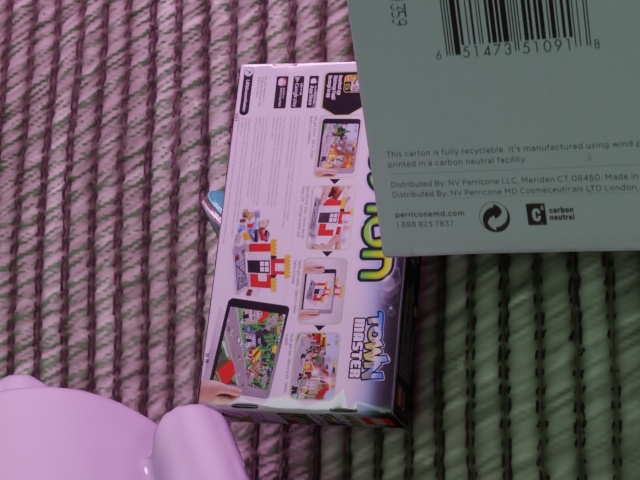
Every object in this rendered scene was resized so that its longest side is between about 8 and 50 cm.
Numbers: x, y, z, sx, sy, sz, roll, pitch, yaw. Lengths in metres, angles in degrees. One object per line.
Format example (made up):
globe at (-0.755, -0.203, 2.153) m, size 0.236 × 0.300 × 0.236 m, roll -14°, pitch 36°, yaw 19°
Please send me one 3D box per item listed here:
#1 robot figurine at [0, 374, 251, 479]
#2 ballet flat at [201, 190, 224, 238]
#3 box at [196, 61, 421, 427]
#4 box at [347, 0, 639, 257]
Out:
robot figurine at (-0.141, 0.211, 0.824) m, size 0.300 × 0.199 × 0.353 m, roll -49°, pitch 25°, yaw 13°
ballet flat at (-0.031, 0.010, 0.955) m, size 0.114 × 0.041 × 0.041 m, roll 30°, pitch 94°, yaw 28°
box at (0.000, 0.000, 0.904) m, size 0.114 × 0.036 × 0.207 m, roll 1°, pitch 72°, yaw 17°
box at (0.120, -0.093, 0.819) m, size 0.181 × 0.119 × 0.182 m, roll -1°, pitch 107°, yaw 26°
